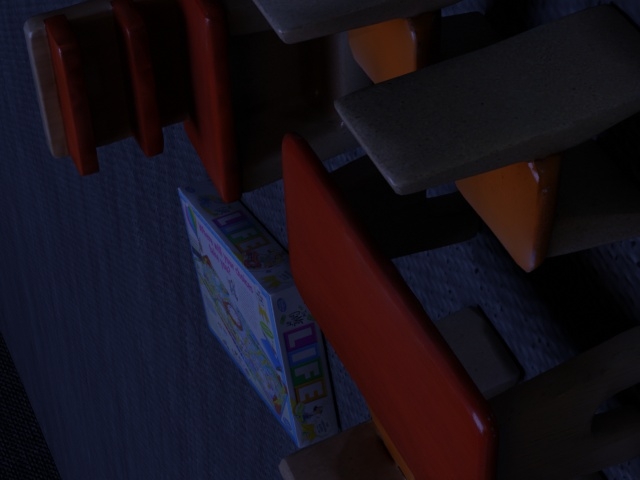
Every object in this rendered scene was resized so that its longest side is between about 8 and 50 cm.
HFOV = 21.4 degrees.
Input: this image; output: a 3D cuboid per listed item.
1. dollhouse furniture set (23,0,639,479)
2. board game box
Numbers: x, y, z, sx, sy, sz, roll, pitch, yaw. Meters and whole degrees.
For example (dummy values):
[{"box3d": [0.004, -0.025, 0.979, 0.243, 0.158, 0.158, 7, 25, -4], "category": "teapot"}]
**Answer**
[{"box3d": [0.000, 0.000, 0.616, 0.262, 0.135, 0.259, 87, 157, -45], "category": "dollhouse furniture set"}, {"box3d": [-0.038, 0.039, 0.988, 0.154, 0.026, 0.103, -134, 29, -56], "category": "board game box"}]
